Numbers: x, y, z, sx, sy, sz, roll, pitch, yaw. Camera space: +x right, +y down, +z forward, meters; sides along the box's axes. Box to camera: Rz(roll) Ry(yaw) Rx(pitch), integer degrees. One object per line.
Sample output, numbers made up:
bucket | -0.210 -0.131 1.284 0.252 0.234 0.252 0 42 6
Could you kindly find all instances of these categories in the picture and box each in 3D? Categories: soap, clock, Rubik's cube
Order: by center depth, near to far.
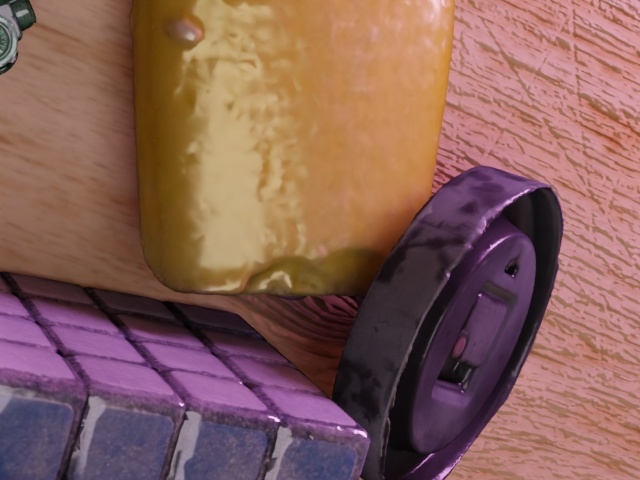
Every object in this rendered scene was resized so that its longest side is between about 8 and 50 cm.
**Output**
Rubik's cube | -0.203 0.236 1.513 0.344 0.344 0.337 13 99 -24
soap | -0.024 -0.163 1.583 0.306 0.115 0.427 4 92 -20
clock | 0.120 0.086 1.639 0.325 0.067 0.325 -46 150 -36

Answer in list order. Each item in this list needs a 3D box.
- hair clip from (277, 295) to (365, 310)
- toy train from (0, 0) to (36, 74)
hair clip | 0.008 0.003 1.667 0.278 0.090 0.137 32 83 -25
toy train | -0.345 -0.181 1.490 0.200 0.083 0.132 -27 109 -13
